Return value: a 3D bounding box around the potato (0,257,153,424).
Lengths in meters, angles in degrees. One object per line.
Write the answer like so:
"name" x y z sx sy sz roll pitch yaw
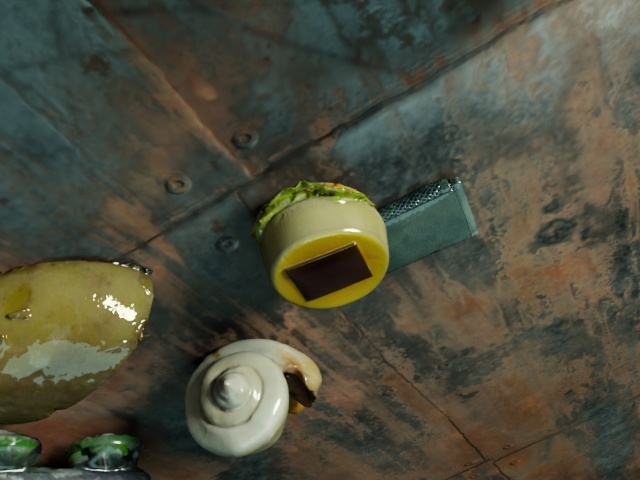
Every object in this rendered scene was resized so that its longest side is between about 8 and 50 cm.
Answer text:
"potato" -0.284 0.100 0.599 0.243 0.098 0.138 -36 135 17

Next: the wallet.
"wallet" 0.096 -0.014 0.673 0.129 0.026 0.088 -25 133 9

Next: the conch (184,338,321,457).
"conch" -0.088 0.191 0.782 0.158 0.127 0.255 -44 167 -16

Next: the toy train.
"toy train" -0.365 0.354 0.803 0.307 0.173 0.249 14 139 -33

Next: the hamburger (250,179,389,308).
"hamburger" 0.000 0.000 0.605 0.127 0.081 0.141 -33 134 20
